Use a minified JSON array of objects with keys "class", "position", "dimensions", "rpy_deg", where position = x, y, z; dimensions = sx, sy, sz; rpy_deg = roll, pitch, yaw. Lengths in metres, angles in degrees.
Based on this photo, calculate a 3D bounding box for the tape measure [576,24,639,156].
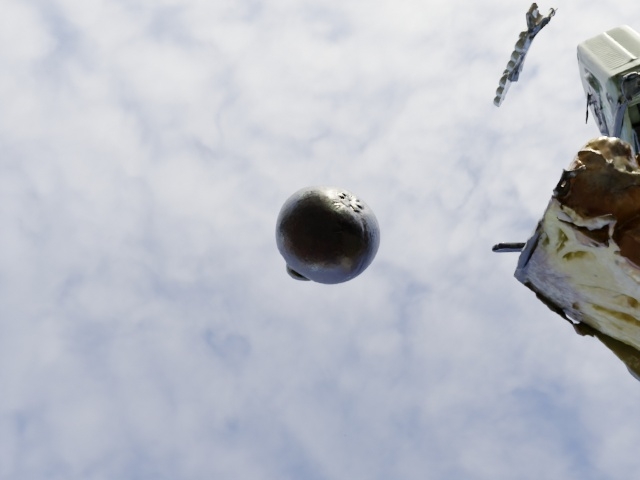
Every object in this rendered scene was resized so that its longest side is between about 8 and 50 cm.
[{"class":"tape measure","position":[0.482,-0.212,1.051],"dimensions":[0.115,0.207,0.235],"rpy_deg":[-19,-151,14]}]

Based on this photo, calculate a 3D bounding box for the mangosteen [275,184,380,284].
[{"class":"mangosteen","position":[0.004,-0.003,1.332],"dimensions":[0.216,0.216,0.216],"rpy_deg":[-1,-106,2]}]

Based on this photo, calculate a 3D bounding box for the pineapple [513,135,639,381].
[{"class":"pineapple","position":[0.235,0.017,0.513],"dimensions":[0.236,0.186,0.114],"rpy_deg":[47,-109,-18]}]

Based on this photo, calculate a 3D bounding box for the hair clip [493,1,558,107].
[{"class":"hair clip","position":[0.426,-0.394,1.403],"dimensions":[0.054,0.220,0.140],"rpy_deg":[24,-122,9]}]

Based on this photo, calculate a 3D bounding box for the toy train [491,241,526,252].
[{"class":"toy train","position":[0.366,0.013,1.268],"dimensions":[0.083,0.017,0.017],"rpy_deg":[-2,-121,22]}]
